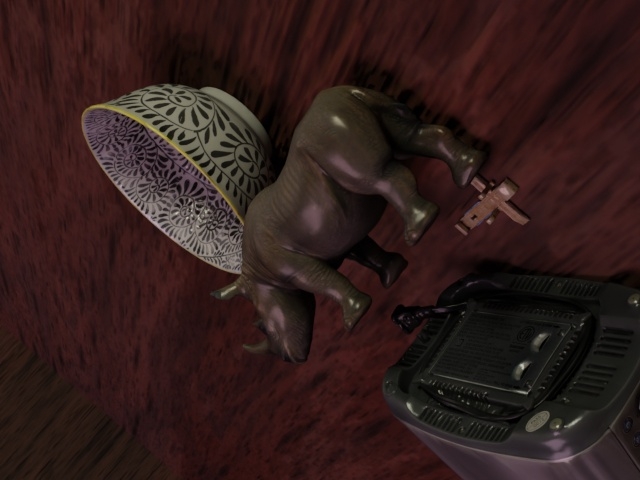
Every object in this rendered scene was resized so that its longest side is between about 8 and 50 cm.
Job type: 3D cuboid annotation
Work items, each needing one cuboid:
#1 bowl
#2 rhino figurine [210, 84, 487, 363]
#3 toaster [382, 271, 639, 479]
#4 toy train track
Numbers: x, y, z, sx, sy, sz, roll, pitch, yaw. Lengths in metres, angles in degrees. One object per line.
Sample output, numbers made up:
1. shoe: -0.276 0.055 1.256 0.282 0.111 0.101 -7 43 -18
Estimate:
1. bowl: -0.088 -0.061 0.825 0.170 0.080 0.170 34 157 17
2. rhino figurine: 0.000 0.000 0.711 0.106 0.073 0.243 41 132 8
3. toaster: 0.146 0.110 0.702 0.146 0.129 0.227 49 156 -25
4. toy train track: 0.100 -0.017 0.687 0.048 0.014 0.083 41 159 1
